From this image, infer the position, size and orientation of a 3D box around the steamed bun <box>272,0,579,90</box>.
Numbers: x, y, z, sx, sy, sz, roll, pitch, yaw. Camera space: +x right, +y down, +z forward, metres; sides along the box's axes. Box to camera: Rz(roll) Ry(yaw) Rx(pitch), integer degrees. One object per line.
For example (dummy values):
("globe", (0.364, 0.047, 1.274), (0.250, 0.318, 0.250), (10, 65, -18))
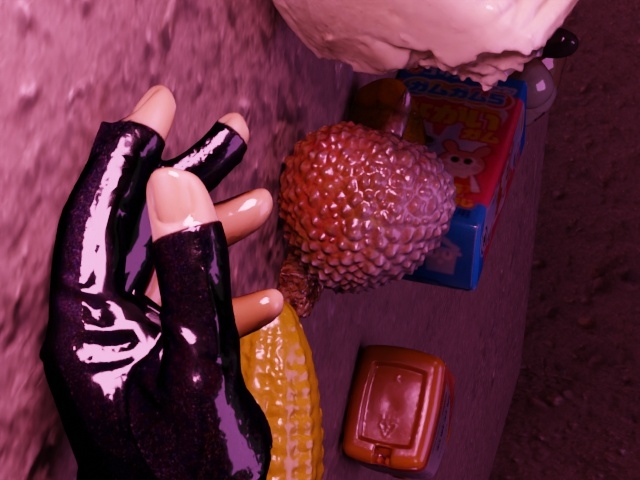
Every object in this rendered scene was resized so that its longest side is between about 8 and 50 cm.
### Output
("steamed bun", (0.067, -0.267, 1.305), (0.272, 0.273, 0.290), (-22, -139, 52))

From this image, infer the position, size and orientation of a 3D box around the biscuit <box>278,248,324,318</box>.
("biscuit", (0.000, 0.000, 1.609), (0.199, 0.034, 0.064), (-63, 161, -51))

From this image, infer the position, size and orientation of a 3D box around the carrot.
("carrot", (0.075, -0.083, 1.698), (0.082, 0.082, 0.173), (72, 7, -65))

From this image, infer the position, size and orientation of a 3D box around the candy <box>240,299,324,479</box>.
("candy", (-0.043, 0.148, 1.416), (0.106, 0.094, 0.199), (-12, 106, -71))

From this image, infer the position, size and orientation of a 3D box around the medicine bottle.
("medicine bottle", (0.106, 0.225, 2.085), (0.222, 0.112, 0.149), (52, 50, -73))

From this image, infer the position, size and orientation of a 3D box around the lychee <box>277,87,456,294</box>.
("lychee", (0.044, -0.044, 1.474), (0.165, 0.165, 0.197), (-4, 115, -77))

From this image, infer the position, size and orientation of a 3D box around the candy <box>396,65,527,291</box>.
("candy", (0.134, -0.080, 1.859), (0.306, 0.157, 0.100), (-64, 160, -50))

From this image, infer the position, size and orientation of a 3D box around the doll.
("doll", (0.225, -0.219, 2.166), (0.235, 0.174, 0.330), (-52, 173, 19))

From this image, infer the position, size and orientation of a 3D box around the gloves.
("gloves", (-0.092, 0.053, 0.986), (0.197, 0.152, 0.301), (129, -30, -71))
